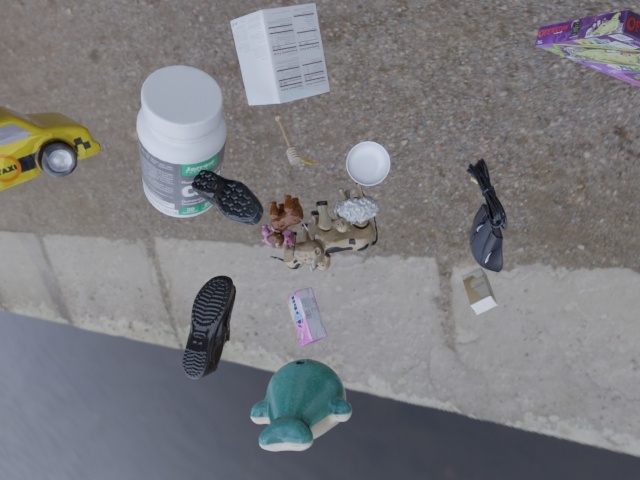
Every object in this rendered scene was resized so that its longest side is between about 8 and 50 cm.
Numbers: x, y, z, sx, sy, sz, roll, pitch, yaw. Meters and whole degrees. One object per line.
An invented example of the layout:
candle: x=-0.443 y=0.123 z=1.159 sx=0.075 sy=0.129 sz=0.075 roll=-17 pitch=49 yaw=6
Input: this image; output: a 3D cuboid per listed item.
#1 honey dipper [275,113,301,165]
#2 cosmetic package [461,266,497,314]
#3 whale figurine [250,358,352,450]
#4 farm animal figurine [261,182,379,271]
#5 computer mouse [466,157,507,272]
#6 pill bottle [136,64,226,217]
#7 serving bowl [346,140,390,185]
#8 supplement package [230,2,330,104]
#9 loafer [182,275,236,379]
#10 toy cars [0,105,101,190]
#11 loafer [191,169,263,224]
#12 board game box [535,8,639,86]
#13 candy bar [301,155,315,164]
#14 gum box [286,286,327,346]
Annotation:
honey dipper: x=-0.085 y=-0.258 z=1.353 sx=0.030 sy=0.030 sz=0.161 roll=-46 pitch=54 yaw=38
cosmetic package: x=0.407 y=0.128 z=1.385 sx=0.060 sy=0.115 sz=0.041 roll=-31 pitch=119 yaw=20
whale figurine: x=-0.044 y=0.332 z=1.108 sx=0.216 sy=0.272 sz=0.141 roll=-5 pitch=93 yaw=13
farm animal figurine: x=0.000 y=0.000 z=1.440 sx=0.326 sy=0.330 sz=0.172 roll=-13 pitch=74 yaw=2
computer mouse: x=0.333 y=-0.048 z=1.137 sx=0.060 sy=0.262 sz=0.184 roll=-14 pitch=60 yaw=8
pill bottle: x=-0.332 y=-0.227 z=1.298 sx=0.204 sy=0.204 sz=0.361 roll=45 pitch=152 yaw=12
serving bowl: x=0.090 y=-0.146 z=1.032 sx=0.083 sy=0.027 sz=0.084 roll=0 pitch=94 yaw=0
supplement package: x=-0.123 y=-0.573 z=1.680 sx=0.199 sy=0.198 sz=0.263 roll=16 pitch=122 yaw=53
loafer: x=-0.229 y=0.181 z=1.141 sx=0.080 sy=0.078 sz=0.220 roll=15 pitch=83 yaw=26
toy cars: x=-0.428 y=-0.085 z=0.534 sx=0.393 sy=0.176 sz=0.087 roll=-6 pitch=123 yaw=4
loafer: x=-0.183 y=-0.086 z=1.117 sx=0.223 sy=0.078 sz=0.076 roll=30 pitch=86 yaw=42
board game box: x=0.639 y=-0.375 z=1.091 sx=0.208 sy=0.346 sz=0.056 roll=19 pitch=99 yaw=65
candy bar: x=-0.058 y=-0.265 z=1.758 sx=0.040 sy=0.161 sz=0.018 roll=22 pitch=97 yaw=16
gum box: x=-0.052 y=0.259 z=1.866 sx=0.107 sy=0.062 sz=0.189 roll=-40 pitch=65 yaw=57
